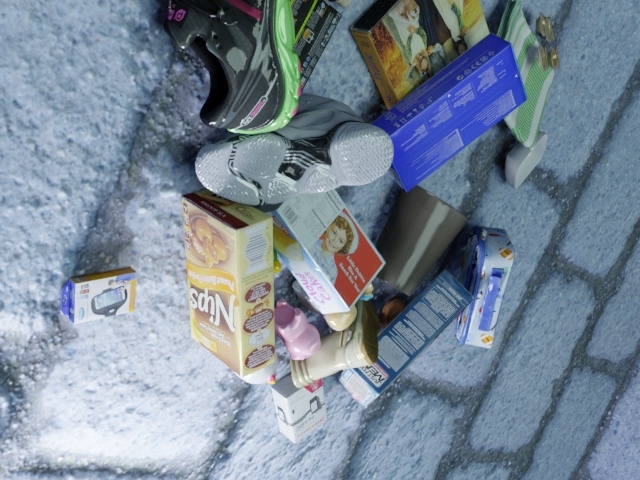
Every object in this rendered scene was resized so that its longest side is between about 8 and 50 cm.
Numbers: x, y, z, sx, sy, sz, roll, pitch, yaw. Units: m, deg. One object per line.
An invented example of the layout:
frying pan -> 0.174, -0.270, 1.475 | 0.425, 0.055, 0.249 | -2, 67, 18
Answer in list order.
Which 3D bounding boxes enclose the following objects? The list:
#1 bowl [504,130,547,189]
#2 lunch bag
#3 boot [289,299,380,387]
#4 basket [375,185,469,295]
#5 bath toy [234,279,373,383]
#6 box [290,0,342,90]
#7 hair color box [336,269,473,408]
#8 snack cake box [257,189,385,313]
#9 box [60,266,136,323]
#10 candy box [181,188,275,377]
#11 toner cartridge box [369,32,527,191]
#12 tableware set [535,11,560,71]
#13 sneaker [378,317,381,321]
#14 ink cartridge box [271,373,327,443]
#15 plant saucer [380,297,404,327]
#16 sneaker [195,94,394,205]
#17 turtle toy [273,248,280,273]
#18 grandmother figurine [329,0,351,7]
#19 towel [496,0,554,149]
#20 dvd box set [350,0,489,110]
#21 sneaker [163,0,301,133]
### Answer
bowl -> 0.534, -0.219, 2.160 | 0.142, 0.053, 0.142 | -49, 157, -13
lunch bag -> 0.417, 0.113, 2.115 | 0.243, 0.114, 0.304 | -71, 170, -70
boot -> 0.033, 0.227, 1.885 | 0.203, 0.262, 0.095 | -24, 113, 17
basket -> 0.214, 0.002, 1.921 | 0.204, 0.154, 0.227 | 30, 93, -47
bath toy -> -0.040, 0.189, 1.775 | 0.348, 0.151, 0.129 | -41, 142, -16
box -> -0.067, -0.382, 1.518 | 0.184, 0.045, 0.191 | 25, 93, -45
hair color box -> 0.205, 0.240, 1.989 | 0.347, 0.105, 0.174 | -41, 169, -20
snack cake box -> 0.000, 0.000, 1.657 | 0.264, 0.089, 0.152 | 55, 52, -19
box -> -0.396, 0.099, 1.465 | 0.136, 0.028, 0.081 | -13, 120, -42
candy box -> -0.173, 0.078, 1.554 | 0.087, 0.183, 0.317 | -20, 124, -35
toner cartridge box -> 0.276, -0.275, 1.769 | 0.347, 0.075, 0.165 | -37, 135, -6
tableware set -> 0.562, -0.488, 2.030 | 0.168, 0.020, 0.141 | -18, 101, -58
sneaker -> 0.125, 0.225, 2.030 | 0.083, 0.035, 0.031 | -43, 136, -19
ink cartridge box -> -0.047, 0.384, 1.927 | 0.109, 0.063, 0.151 | -31, 129, -30
plant saucer -> 0.185, 0.186, 2.085 | 0.083, 0.013, 0.084 | -21, 124, -35
sneaker -> -0.062, -0.176, 1.553 | 0.365, 0.210, 0.137 | -8, 119, -12
turtle toy -> -0.132, 0.013, 1.640 | 0.066, 0.095, 0.130 | -22, 142, 22
grandmother figurine -> 0.070, -0.521, 1.508 | 0.342, 0.104, 0.208 | -10, 137, -40
towel -> 0.489, -0.396, 1.991 | 0.325, 0.038, 0.248 | 41, 64, -51
dvd box set -> 0.252, -0.398, 1.805 | 0.308, 0.062, 0.420 | -47, 136, -15
sneaker -> -0.156, -0.398, 1.314 | 0.202, 0.185, 0.483 | -16, 111, -18
